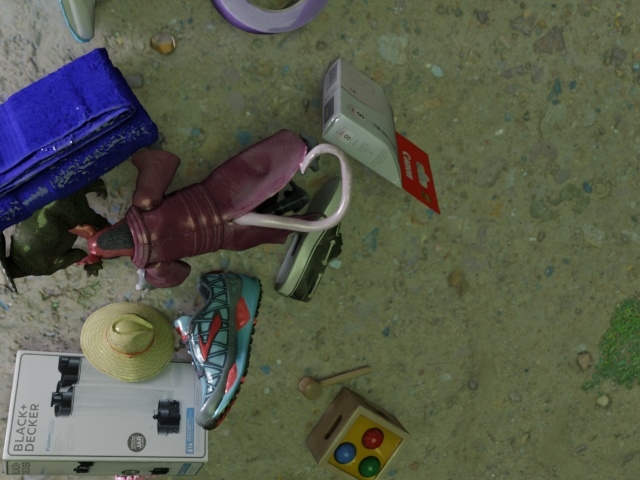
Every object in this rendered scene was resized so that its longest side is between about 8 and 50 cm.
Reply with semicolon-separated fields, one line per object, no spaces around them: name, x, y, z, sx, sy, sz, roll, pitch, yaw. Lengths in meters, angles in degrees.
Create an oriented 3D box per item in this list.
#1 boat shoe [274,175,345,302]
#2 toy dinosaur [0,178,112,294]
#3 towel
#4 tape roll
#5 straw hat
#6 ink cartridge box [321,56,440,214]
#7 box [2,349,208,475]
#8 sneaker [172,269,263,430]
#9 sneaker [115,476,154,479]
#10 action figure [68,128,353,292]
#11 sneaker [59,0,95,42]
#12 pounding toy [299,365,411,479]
boat shoe;0.000;0.000;1.216;0.070;0.078;0.219;23;104;-20
toy dinosaur;-0.372;-0.031;1.038;0.121;0.160;0.313;35;92;19
towel;-0.389;-0.136;0.980;0.308;0.227;0.076;-32;143;-9
tape roll;-0.076;-0.402;1.086;0.189;0.080;0.188;-4;105;-16
straw hat;-0.289;0.142;1.124;0.145;0.061;0.144;11;56;-16
ink cartridge box;0.106;-0.165;1.147;0.232;0.189;0.066;28;124;-19
box;-0.322;0.268;1.125;0.290;0.087;0.169;7;58;-18
sneaker;-0.174;0.166;1.146;0.125;0.104;0.261;16;54;-10
sneaker;-0.287;0.367;1.234;0.120;0.047;0.057;-11;95;-16
action figure;-0.167;-0.018;1.061;0.370;0.276;0.247;-21;118;-27
sneaker;-0.322;-0.389;1.009;0.092;0.087;0.228;-5;107;-18
pounding toy;0.054;0.315;1.297;0.206;0.094;0.181;34;92;-22
